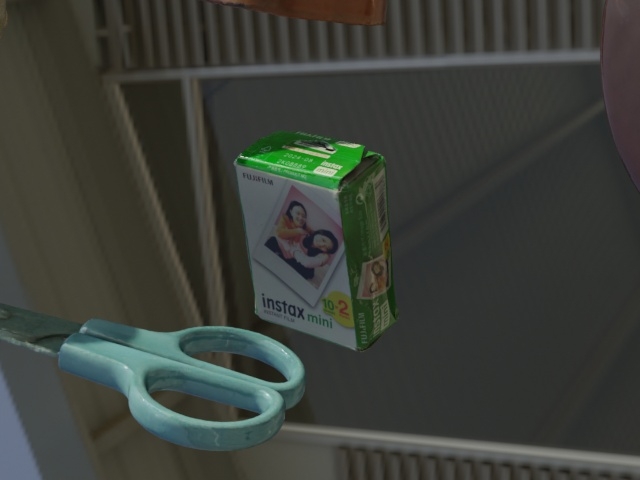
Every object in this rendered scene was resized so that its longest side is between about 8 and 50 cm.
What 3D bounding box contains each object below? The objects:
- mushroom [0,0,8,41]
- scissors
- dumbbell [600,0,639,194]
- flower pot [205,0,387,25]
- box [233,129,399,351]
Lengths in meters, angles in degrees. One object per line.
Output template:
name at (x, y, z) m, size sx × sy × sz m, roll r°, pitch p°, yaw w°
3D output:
mushroom at (-0.463, -0.243, 1.355) m, size 0.290 × 0.297 × 0.298 m, roll 8°, pitch -96°, yaw -72°
scissors at (-0.234, 0.077, 1.048) m, size 0.192 × 0.447 × 0.029 m, roll -51°, pitch -26°, yaw -68°
dumbbell at (0.203, -0.063, 0.389) m, size 0.225 × 0.140 × 0.124 m, roll -10°, pitch -58°, yaw -42°
flower pot at (-0.026, -0.255, 0.912) m, size 0.190 × 0.190 × 0.173 m, roll -20°, pitch -56°, yaw -63°
box at (0.000, 0.000, 1.502) m, size 0.103 × 0.180 × 0.250 m, roll -37°, pitch -49°, yaw -42°
